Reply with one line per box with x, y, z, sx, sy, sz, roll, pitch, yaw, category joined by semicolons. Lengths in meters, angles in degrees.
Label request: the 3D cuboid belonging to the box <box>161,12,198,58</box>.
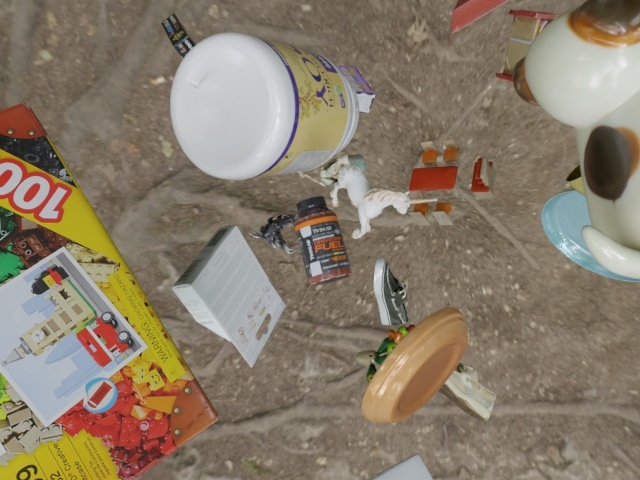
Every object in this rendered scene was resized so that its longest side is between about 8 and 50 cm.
-0.344;-0.507;1.536;0.051;0.220;0.175;-37;131;4;box

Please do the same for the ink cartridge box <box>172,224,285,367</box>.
-0.178;0.115;1.156;0.066;0.189;0.232;-5;126;29;ink cartridge box

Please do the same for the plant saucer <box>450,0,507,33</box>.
0.462;-0.677;1.470;0.259;0.258;0.047;-21;122;43;plant saucer

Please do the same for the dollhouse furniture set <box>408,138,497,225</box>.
0.399;-0.193;1.743;0.259;0.135;0.261;0;68;33;dollhouse furniture set

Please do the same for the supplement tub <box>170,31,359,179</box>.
-0.085;-0.242;1.049;0.241;0.331;0.240;6;103;27;supplement tub

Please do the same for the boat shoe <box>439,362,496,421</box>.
0.371;0.377;1.523;0.302;0.109;0.098;41;73;-24;boat shoe

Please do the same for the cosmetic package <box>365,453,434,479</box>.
0.094;0.583;1.141;0.230;0.453;0.161;-22;67;-17;cosmetic package

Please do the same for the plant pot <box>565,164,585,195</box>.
0.554;-0.119;1.071;0.134;0.134;0.095;-40;91;12;plant pot

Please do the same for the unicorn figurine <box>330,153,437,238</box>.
0.064;-0.058;0.780;0.162;0.060;0.111;43;146;19;unicorn figurine

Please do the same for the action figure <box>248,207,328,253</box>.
-0.095;-0.033;1.911;0.276;0.164;0.140;-25;90;-27;action figure

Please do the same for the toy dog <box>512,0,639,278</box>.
0.470;-0.170;0.857;0.396;0.284;0.407;-28;85;-11;toy dog

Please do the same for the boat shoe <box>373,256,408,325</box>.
0.172;0.121;1.341;0.070;0.077;0.219;1;136;18;boat shoe

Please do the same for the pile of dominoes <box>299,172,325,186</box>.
-0.092;-0.245;1.760;0.196;0.251;0.040;34;98;51;pile of dominoes

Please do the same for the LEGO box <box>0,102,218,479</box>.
-0.428;0.129;0.735;0.373;0.193;0.500;-31;82;-24;LEGO box

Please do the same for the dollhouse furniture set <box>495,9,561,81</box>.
0.690;-0.522;1.589;0.152;0.374;0.201;-8;119;-28;dollhouse furniture set

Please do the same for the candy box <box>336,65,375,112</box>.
0.041;-0.462;1.708;0.197;0.164;0.070;-3;135;-23;candy box

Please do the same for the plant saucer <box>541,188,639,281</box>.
0.693;-0.020;1.355;0.318;0.317;0.043;36;70;7;plant saucer

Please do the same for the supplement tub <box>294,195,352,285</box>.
0.000;0.000;1.308;0.106;0.106;0.197;-17;82;12;supplement tub

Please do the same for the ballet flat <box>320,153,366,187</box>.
0.037;-0.179;1.444;0.068;0.213;0.072;-8;89;-28;ballet flat

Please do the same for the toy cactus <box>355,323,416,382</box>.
0.170;0.322;1.517;0.112;0.181;0.218;31;69;-28;toy cactus

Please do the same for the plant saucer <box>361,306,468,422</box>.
0.140;0.182;0.787;0.037;0.200;0.199;39;102;32;plant saucer
